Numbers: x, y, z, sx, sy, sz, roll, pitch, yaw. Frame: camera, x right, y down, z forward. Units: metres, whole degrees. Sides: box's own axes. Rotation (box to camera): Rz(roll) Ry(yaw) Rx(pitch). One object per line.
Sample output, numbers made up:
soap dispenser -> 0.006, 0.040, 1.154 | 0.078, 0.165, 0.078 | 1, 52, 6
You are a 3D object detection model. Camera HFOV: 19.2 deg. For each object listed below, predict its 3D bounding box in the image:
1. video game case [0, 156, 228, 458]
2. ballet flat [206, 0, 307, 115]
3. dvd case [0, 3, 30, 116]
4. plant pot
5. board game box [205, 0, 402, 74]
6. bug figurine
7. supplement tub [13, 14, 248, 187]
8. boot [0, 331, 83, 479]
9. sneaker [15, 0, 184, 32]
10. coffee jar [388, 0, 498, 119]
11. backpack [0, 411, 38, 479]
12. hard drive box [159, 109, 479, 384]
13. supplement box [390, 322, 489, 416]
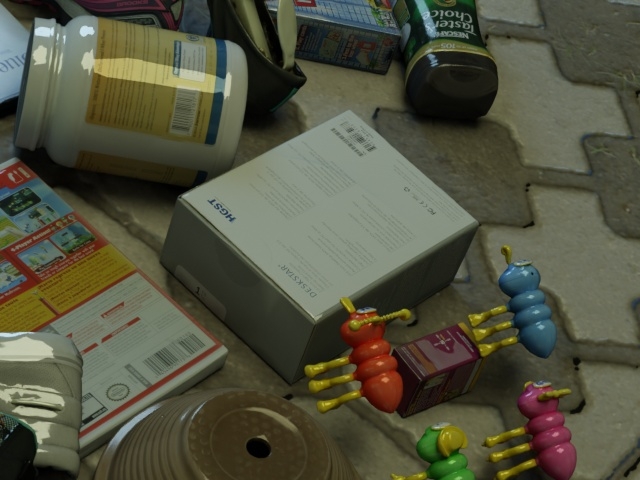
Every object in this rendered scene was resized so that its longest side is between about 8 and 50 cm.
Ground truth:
video game case -> -0.248, 0.057, 1.644 | 0.285, 0.025, 0.204 | 41, 47, 20
ballet flat -> -0.079, -0.264, 1.888 | 0.095, 0.096, 0.280 | -21, 92, -61
dvd case -> -0.387, -0.203, 1.850 | 0.180, 0.022, 0.253 | -26, 61, -38
plant pot -> -0.061, 0.199, 1.515 | 0.237, 0.109, 0.237 | 11, 45, -11
board game box -> -0.035, -0.265, 2.017 | 0.194, 0.060, 0.194 | 0, 48, -22
bug figurine -> 0.130, 0.125, 1.621 | 0.279, 0.072, 0.216 | -16, 83, -39
supplement tub -> -0.178, -0.131, 1.769 | 0.200, 0.144, 0.144 | 10, 45, -13
boot -> -0.315, 0.143, 1.488 | 0.258, 0.095, 0.123 | -3, 65, -6
sneaker -> -0.257, -0.295, 1.925 | 0.299, 0.112, 0.121 | 33, 45, 13
coffee jar -> 0.128, -0.210, 2.011 | 0.096, 0.079, 0.184 | 4, 46, -17
backpack -> -0.324, 0.185, 1.387 | 0.188, 0.166, 0.144 | 28, 34, 11
hard drive box -> 0.000, 0.000, 1.748 | 0.181, 0.089, 0.232 | 43, 47, 22
supplement box -> 0.101, 0.116, 1.697 | 0.083, 0.055, 0.043 | -17, 55, -35
